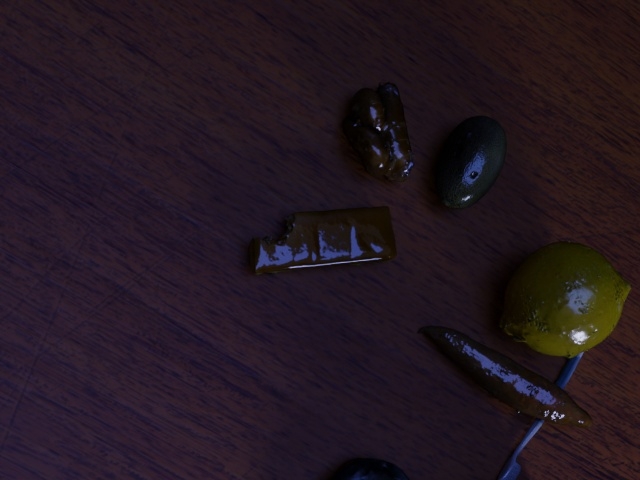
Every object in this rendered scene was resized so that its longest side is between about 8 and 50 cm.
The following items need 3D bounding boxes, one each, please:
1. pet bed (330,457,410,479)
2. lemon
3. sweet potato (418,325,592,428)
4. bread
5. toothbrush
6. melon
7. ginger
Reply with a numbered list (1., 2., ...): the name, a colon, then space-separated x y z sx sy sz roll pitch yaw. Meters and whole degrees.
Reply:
1. pet bed: 0.070 0.417 1.689 0.201 0.053 0.201 5 78 -21
2. lemon: 0.372 0.092 1.809 0.206 0.173 0.173 -31 93 -4
3. sweet potato: 0.287 0.219 1.801 0.314 0.066 0.072 28 76 -5
4. bread: 0.000 0.000 1.738 0.226 0.049 0.088 -4 82 -22
5. toothbrush: 0.355 0.272 1.850 0.025 0.019 0.276 42 68 -15
6. melon: 0.233 -0.120 1.828 0.099 0.099 0.162 30 71 -15
7. ginger: 0.082 -0.166 1.793 0.103 0.073 0.162 1 73 -36
